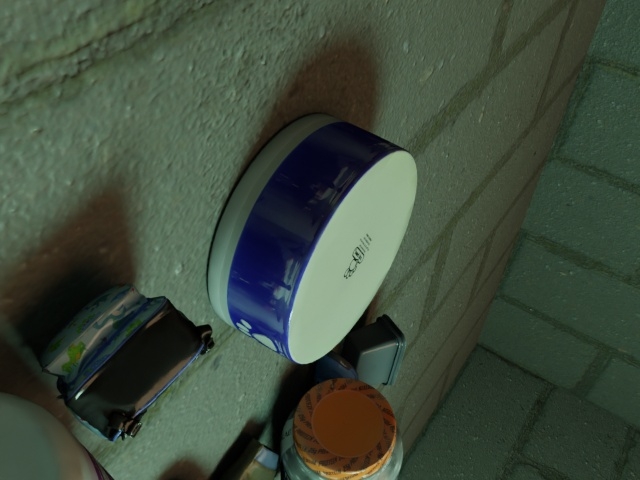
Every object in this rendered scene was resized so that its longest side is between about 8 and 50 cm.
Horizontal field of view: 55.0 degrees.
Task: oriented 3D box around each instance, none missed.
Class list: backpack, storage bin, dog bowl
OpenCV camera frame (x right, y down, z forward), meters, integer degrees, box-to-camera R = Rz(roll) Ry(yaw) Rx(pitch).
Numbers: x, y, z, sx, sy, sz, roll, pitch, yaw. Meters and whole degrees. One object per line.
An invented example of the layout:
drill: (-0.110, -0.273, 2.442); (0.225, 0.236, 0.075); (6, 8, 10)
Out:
backpack: (-0.154, 0.085, 0.465); (0.105, 0.084, 0.114); (-49, -165, -25)
storage bin: (0.087, 0.212, 1.156); (0.091, 0.098, 0.135); (-10, 131, -28)
dog bowl: (0.000, 0.000, 0.690); (0.265, 0.104, 0.265); (-47, 153, -33)

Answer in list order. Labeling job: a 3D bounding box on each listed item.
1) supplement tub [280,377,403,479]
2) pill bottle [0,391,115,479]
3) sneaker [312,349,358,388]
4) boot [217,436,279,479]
supplement tub: (0.030, 0.372, 1.011); (0.193, 0.193, 0.316); (-45, 152, -35)
pill bottle: (-0.206, 0.245, 0.438); (0.169, 0.169, 0.301); (-49, 153, -30)
sneaker: (0.017, 0.257, 1.067); (0.082, 0.069, 0.209); (-47, 154, -24)
boot: (-0.087, 0.369, 0.953); (0.106, 0.082, 0.219); (-55, 155, -9)
